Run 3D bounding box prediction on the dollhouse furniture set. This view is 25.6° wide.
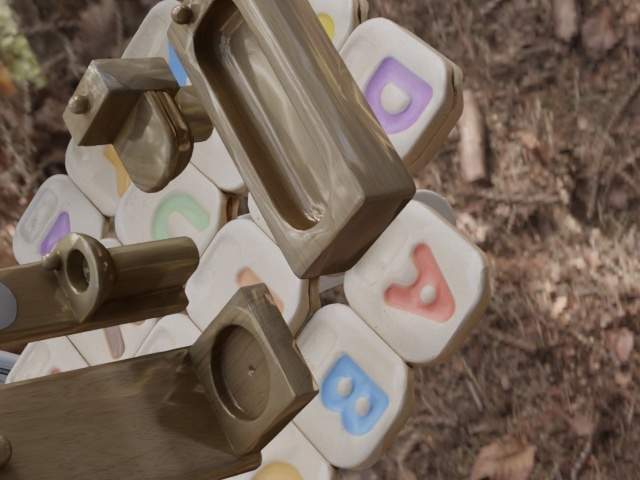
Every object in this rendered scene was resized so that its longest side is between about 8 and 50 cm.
[{"bbox_3d":[-0.068,-0.002,0.500,0.123,0.151,0.144,-10,61,-40],"label":"dollhouse furniture set"}]

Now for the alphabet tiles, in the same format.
[{"bbox_3d":[-0.052,0.007,0.679,0.278,0.021,0.284,44,105,38],"label":"alphabet tiles"}]

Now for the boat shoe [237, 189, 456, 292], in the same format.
[{"bbox_3d":[0.000,0.000,0.980,0.184,0.063,0.066,-18,92,-9],"label":"boat shoe"}]

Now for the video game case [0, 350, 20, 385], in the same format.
[{"bbox_3d":[-0.253,0.135,0.932,0.157,0.019,0.143,14,98,2],"label":"video game case"}]
